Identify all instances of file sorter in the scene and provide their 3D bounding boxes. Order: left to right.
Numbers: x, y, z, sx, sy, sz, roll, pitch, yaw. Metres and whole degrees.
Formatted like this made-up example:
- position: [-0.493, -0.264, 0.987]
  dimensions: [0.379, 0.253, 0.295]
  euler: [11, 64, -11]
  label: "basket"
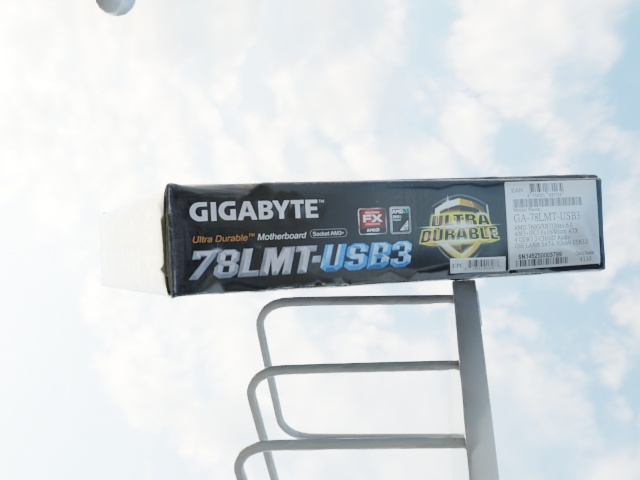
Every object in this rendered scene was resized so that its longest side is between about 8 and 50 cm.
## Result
- position: [0.033, 0.194, 0.575]
  dimensions: [0.278, 0.173, 0.193]
  euler: [-85, 171, -49]
  label: "file sorter"

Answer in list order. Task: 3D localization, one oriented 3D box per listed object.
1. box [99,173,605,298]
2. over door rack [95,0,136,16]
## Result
- position: [0.000, 0.000, 0.615]
  dimensions: [0.295, 0.293, 0.073]
  euler: [173, -83, -69]
  label: "box"
- position: [-0.139, -0.173, 0.239]
  dimensions: [0.239, 0.324, 0.108]
  euler: [2, -113, 21]
  label: "over door rack"
